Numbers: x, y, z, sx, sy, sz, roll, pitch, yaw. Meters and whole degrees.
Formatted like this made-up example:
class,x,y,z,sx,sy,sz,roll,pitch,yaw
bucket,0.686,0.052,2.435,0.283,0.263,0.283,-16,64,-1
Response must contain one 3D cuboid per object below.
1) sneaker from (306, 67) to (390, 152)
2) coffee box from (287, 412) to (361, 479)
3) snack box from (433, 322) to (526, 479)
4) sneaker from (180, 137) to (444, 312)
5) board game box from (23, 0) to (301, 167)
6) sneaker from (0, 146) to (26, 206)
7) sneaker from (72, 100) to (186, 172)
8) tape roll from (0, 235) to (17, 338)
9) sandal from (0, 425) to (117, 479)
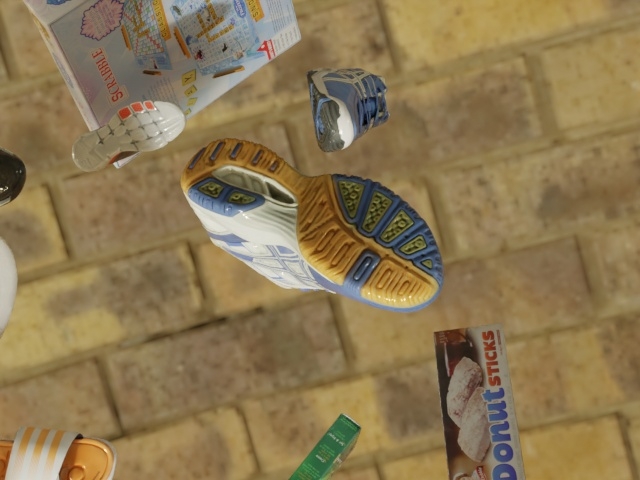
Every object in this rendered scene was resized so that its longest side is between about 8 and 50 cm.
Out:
class,x,y,z,sx,sy,sz,roll,pitch,yaw
sneaker,0.030,-0.145,1.451,0.081,0.080,0.211,-6,-161,3
coffee box,-0.013,0.344,2.034,0.184,0.040,0.113,-49,168,-22
snack box,0.138,0.151,1.221,0.064,0.022,0.178,-8,-132,6
sneaker,0.000,0.000,1.391,0.296,0.131,0.112,29,-116,28
board game box,-0.188,-0.283,1.796,0.318,0.066,0.318,-37,152,-12
sneaker,-0.470,-0.084,1.642,0.229,0.086,0.132,6,178,10
sneaker,-0.224,-0.131,1.687,0.158,0.061,0.065,-17,-174,23
tape roll,-0.440,0.113,1.246,0.392,0.072,0.392,-43,162,-18
sandal,-0.397,0.288,1.804,0.265,0.102,0.076,0,151,10
